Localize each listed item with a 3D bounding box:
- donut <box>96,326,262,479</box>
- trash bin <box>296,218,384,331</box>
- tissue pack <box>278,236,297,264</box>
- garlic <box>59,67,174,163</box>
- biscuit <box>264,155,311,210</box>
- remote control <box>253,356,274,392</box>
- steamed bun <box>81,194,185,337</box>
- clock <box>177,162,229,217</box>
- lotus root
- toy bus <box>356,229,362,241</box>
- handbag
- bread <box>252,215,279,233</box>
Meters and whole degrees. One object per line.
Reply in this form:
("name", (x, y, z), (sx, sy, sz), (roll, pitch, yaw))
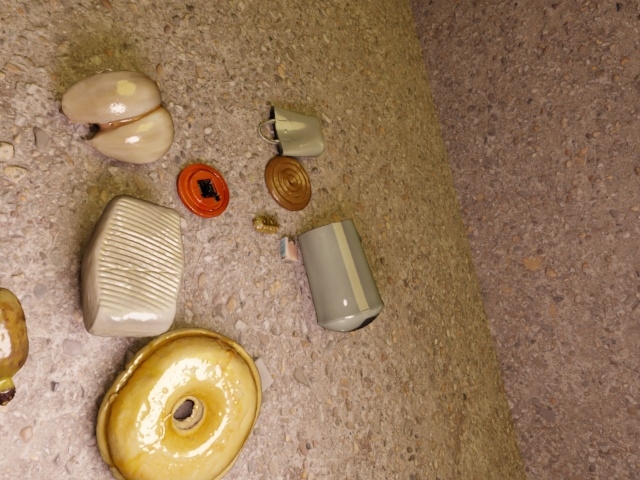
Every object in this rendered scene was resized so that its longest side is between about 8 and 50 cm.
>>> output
("donut", (-0.363, 0.462, 1.188), (0.448, 0.198, 0.449), (3, 83, -31))
("trash bin", (0.079, 0.154, 1.768), (0.280, 0.280, 0.432), (-11, 82, -48))
("tissue pack", (-0.132, 0.043, 1.759), (0.074, 0.058, 0.095), (17, 63, -45))
("garlic", (-0.606, -0.393, 1.360), (0.249, 0.286, 0.313), (25, 34, 18))
("biscuit", (-0.132, -0.251, 1.899), (0.262, 0.037, 0.262), (21, 59, -39))
("remote control", (-0.276, 0.504, 1.422), (0.277, 0.055, 0.103), (-35, 100, -45))
("steamed bun", (-0.528, 0.085, 1.205), (0.247, 0.236, 0.384), (15, 57, -39))
("clock", (-0.415, -0.179, 1.561), (0.205, 0.051, 0.205), (21, 59, -39))
("lotus root", (-0.756, 0.220, 0.975), (0.169, 0.141, 0.314), (-13, 93, -45))
("toy bus", (0.124, 0.055, 2.007), (0.094, 0.079, 0.237), (46, 46, -25))
("handbag", (-0.130, -0.482, 1.948), (0.315, 0.109, 0.241), (-1, 73, -43))
("bread", (-0.217, -0.061, 1.715), (0.110, 0.060, 0.066), (6, 99, -44))
